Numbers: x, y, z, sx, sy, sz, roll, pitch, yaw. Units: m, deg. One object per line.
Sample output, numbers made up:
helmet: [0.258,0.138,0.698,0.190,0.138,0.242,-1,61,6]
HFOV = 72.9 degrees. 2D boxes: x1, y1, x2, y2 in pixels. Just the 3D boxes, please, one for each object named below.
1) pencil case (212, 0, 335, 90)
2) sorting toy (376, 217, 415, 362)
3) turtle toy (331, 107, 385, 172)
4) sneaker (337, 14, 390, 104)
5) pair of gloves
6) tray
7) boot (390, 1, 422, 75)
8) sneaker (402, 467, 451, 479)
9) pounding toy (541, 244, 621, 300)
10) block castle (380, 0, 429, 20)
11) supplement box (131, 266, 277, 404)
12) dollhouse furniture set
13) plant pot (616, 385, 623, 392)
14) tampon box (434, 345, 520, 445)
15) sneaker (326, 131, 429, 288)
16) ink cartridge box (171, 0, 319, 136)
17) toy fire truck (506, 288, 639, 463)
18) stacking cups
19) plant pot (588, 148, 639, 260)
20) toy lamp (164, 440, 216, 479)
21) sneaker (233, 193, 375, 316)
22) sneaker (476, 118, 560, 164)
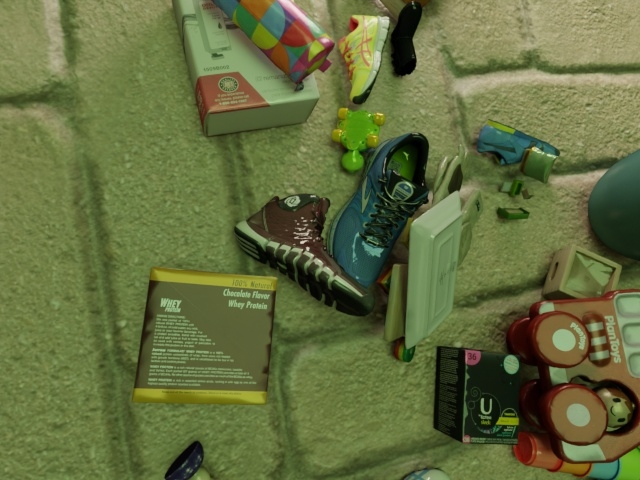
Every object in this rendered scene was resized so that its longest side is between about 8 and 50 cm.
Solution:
pencil case: [-0.084,-0.360,0.703,0.236,0.104,0.104,44,73,-9]
sorting toy: [0.142,0.094,0.788,0.132,0.047,0.274,-1,99,-56]
turtle toy: [0.073,-0.199,0.857,0.095,0.066,0.130,13,76,14]
sneaker: [0.076,-0.372,0.887,0.094,0.081,0.208,14,71,-6]
pair of gloves: [0.248,-0.047,0.831,0.240,0.042,0.204,47,64,-50]
tray: [0.202,0.061,0.754,0.145,0.030,0.270,-33,132,-37]
boot: [0.181,-0.410,0.896,0.045,0.121,0.099,-2,76,-13]
sneaker: [0.138,0.481,0.760,0.238,0.086,0.085,-17,85,-19]
pounding toy: [0.573,0.082,0.948,0.130,0.100,0.141,25,73,4]
block castle: [0.282,-0.694,0.874,0.213,0.303,0.453,46,73,-11]
supplement box: [-0.181,0.150,0.700,0.192,0.129,0.193,6,80,-14]
dollhouse furniture set: [0.430,-0.122,0.924,0.059,0.076,0.151,0,117,-19]
plant pot: [0.775,0.251,0.915,0.237,0.237,0.254,34,60,-8]
tampon box: [0.296,0.289,0.824,0.121,0.101,0.160,8,79,-15]
sneaker: [0.113,-0.065,0.806,0.130,0.147,0.329,23,78,-11]
ink cartridge box: [-0.143,-0.355,0.796,0.208,0.117,0.282,-14,85,-17]
toy fire truck: [0.510,0.247,0.806,0.254,0.169,0.301,-6,74,6]
stacking cups: [0.551,0.435,0.876,0.317,0.096,0.095,15,78,-13]
plant pot: [0.748,-0.079,0.937,0.294,0.235,0.292,2,81,-14]
toy lamp: [-0.131,0.450,0.695,0.274,0.080,0.080,46,73,-3]
sneaker: [0.000,0.000,0.757,0.282,0.106,0.162,31,64,15]
sneaker: [0.437,-0.203,0.969,0.210,0.069,0.082,12,111,-22]
